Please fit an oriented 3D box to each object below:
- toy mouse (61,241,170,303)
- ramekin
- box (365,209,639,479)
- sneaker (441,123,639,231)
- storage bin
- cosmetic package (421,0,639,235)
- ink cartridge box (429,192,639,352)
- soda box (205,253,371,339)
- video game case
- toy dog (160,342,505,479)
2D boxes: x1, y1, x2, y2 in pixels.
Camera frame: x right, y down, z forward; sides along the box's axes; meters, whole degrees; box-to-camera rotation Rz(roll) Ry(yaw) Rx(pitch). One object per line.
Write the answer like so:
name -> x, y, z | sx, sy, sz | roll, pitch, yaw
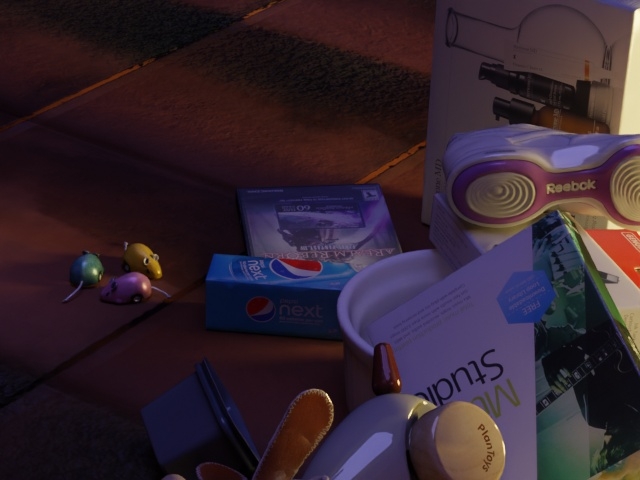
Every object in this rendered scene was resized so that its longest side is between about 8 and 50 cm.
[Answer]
toy mouse -> -0.256, 0.041, 2.215 | 0.143, 0.031, 0.161 | -19, 35, -33
ramekin -> 0.154, 0.131, 1.968 | 0.277, 0.135, 0.277 | 1, 29, -1
box -> 0.201, 0.162, 1.719 | 0.058, 0.232, 0.322 | 29, 32, -57
sneaker -> 0.281, -0.087, 1.984 | 0.305, 0.114, 0.152 | 2, 27, -7
storage bin -> -0.126, 0.203, 1.879 | 0.091, 0.098, 0.135 | -30, 33, 0
cosmetic package -> 0.272, -0.156, 2.252 | 0.284, 0.377, 0.097 | 24, 35, 36
ink cartridge box -> 0.287, 0.030, 1.953 | 0.261, 0.066, 0.296 | -3, 27, -17
soda box -> -0.028, 0.067, 2.140 | 0.210, 0.071, 0.067 | 4, 29, 4
video game case -> 0.000, 0.000, 2.317 | 0.196, 0.026, 0.274 | -2, 28, -7
toy dog -> -0.001, 0.178, 1.527 | 0.220, 0.161, 0.334 | -30, -17, 31
